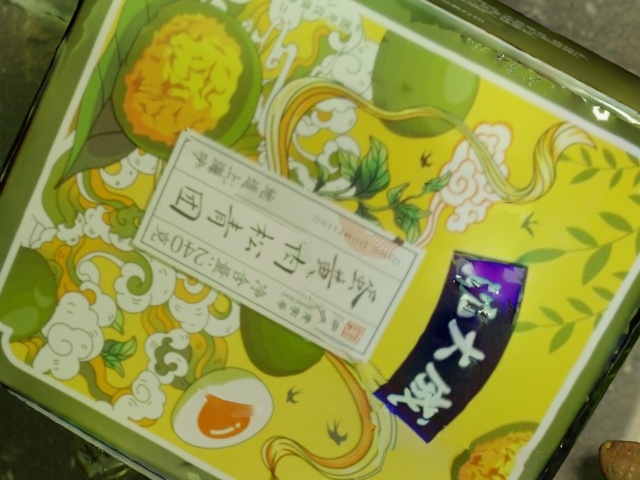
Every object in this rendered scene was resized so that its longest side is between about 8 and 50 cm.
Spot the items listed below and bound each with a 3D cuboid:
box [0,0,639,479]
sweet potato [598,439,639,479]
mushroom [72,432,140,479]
[{"bbox_3d":[0.000,0.000,1.092,0.420,0.138,0.373,29,109,4],"label":"box"},{"bbox_3d":[0.275,0.180,1.060,0.214,0.050,0.050,21,105,31],"label":"sweet potato"},{"bbox_3d":[-0.206,0.097,1.336,0.092,0.081,0.223,-45,73,7],"label":"mushroom"}]
